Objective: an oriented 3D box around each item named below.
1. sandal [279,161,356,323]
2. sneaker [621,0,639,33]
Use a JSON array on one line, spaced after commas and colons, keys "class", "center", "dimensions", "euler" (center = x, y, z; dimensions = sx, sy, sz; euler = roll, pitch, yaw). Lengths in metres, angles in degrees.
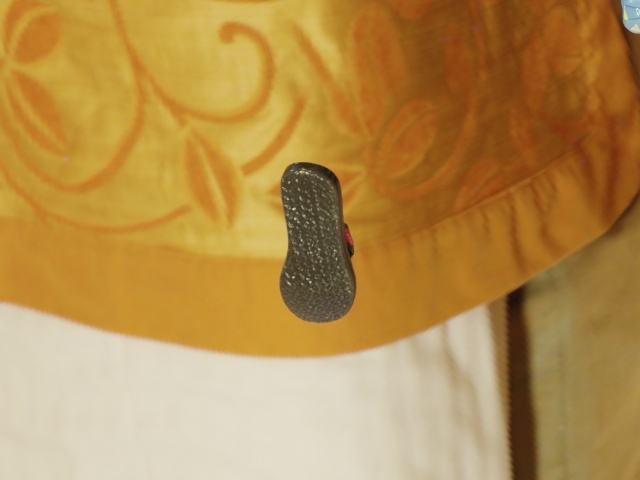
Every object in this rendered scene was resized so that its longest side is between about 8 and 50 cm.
[{"class": "sandal", "center": [0.000, 0.000, 1.245], "dimensions": [0.067, 0.040, 0.179], "euler": [9, 132, 12]}, {"class": "sneaker", "center": [0.306, -0.260, 1.238], "dimensions": [0.126, 0.240, 0.091], "euler": [-8, 133, 37]}]
